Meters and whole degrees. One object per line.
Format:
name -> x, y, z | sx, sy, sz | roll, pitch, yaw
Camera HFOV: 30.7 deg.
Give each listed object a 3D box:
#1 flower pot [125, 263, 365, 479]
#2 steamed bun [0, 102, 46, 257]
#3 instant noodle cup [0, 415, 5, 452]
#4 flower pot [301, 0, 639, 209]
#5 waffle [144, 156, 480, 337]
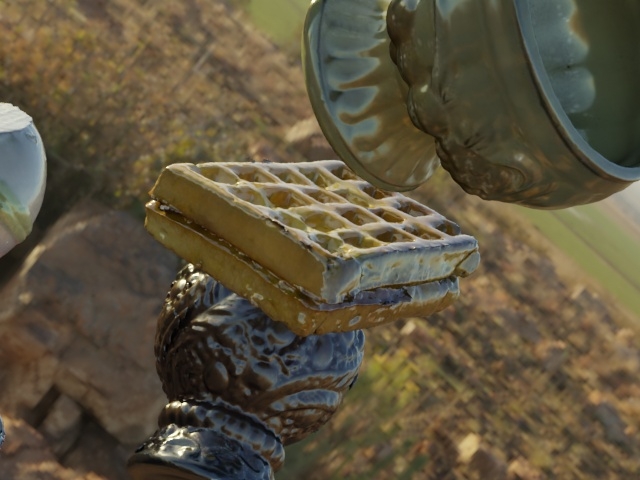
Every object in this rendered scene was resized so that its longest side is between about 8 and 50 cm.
flower pot -> -0.105, 0.197, 1.450 | 0.267, 0.267, 0.266 | 18, -27, 9
steamed bun -> -0.559, -0.065, 1.730 | 0.309, 0.309, 0.309 | 38, 13, -11
instant noodle cup -> -0.473, 0.281, 1.288 | 0.244, 0.255, 0.244 | 26, 21, -11
flower pot -> 0.137, -0.160, 1.002 | 0.307, 0.244, 0.307 | 15, 70, -47
waffle -> 0.000, 0.000, 1.152 | 0.224, 0.098, 0.328 | 29, 18, 27
